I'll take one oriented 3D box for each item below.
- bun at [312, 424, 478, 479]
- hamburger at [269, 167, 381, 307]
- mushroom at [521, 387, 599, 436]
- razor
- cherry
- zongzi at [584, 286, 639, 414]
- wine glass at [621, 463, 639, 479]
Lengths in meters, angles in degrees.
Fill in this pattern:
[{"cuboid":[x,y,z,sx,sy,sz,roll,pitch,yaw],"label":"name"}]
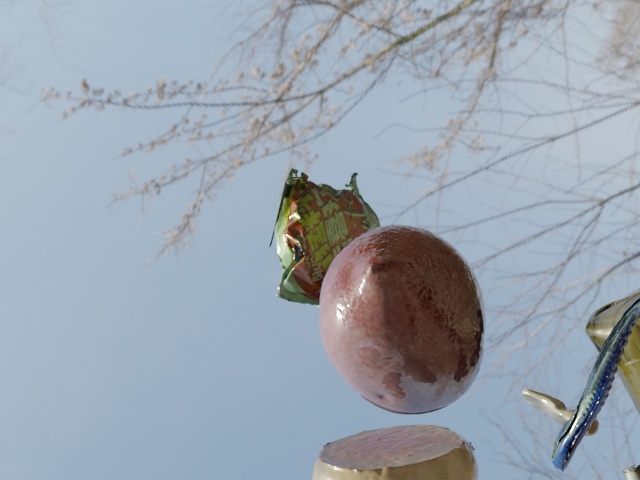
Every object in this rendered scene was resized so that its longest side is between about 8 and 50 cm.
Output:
[{"cuboid":[0.138,0.438,1.294,0.298,0.298,0.165,-9,-89,-37],"label":"bun"},{"cuboid":[0.001,0.006,1.407,0.276,0.150,0.261,0,-104,-47],"label":"hamburger"},{"cuboid":[0.518,0.368,1.596,0.054,0.202,0.059,-36,-66,-20],"label":"mushroom"},{"cuboid":[0.325,0.139,0.802,0.056,0.324,0.093,31,-146,14],"label":"razor"},{"cuboid":[0.088,0.091,0.905,0.239,0.206,0.240,15,-114,-38],"label":"cherry"},{"cuboid":[0.559,0.172,1.075,0.300,0.145,0.274,-25,-96,-38],"label":"zongzi"},{"cuboid":[0.410,0.327,0.927,0.042,0.039,0.083,-14,-114,-4],"label":"wine glass"}]
